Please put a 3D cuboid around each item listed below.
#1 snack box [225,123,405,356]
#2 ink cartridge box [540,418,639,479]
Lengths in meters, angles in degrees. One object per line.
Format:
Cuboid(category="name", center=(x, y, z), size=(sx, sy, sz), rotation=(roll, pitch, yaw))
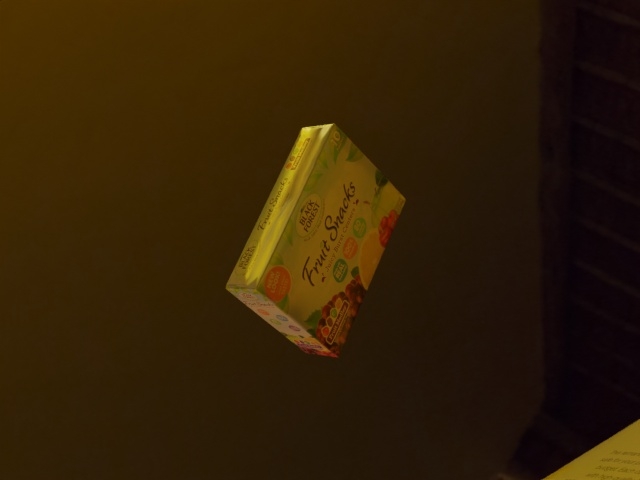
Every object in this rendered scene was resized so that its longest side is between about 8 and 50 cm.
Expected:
Cuboid(category="snack box", center=(0.000, 0.000, 0.777), size=(0.037, 0.100, 0.141), rotation=(0, -122, 45))
Cuboid(category="ink cartridge box", center=(0.297, 0.296, 0.952), size=(0.160, 0.384, 0.279), rotation=(65, -21, -2))
